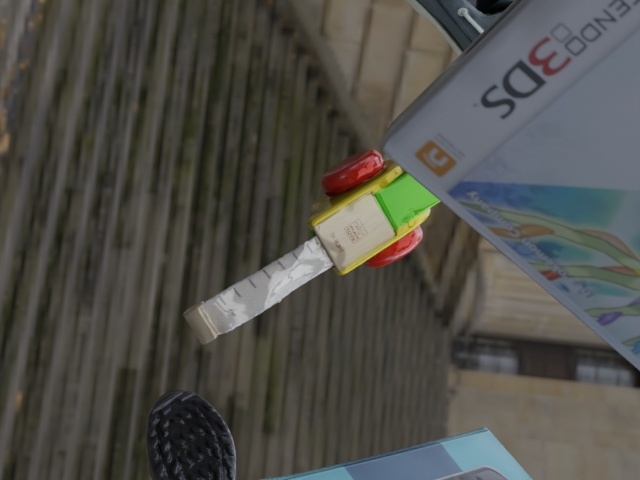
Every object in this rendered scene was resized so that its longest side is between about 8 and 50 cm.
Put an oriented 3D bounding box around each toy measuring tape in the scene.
[{"bbox_3d":[0.000,0.000,1.359,0.121,0.330,0.121,51,-17,22],"label":"toy measuring tape"}]

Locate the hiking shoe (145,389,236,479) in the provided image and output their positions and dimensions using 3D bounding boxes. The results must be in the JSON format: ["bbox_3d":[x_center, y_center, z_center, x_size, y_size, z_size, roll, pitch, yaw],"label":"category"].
[{"bbox_3d":[-0.115,0.255,1.277,0.114,0.086,0.227,111,-38,-55],"label":"hiking shoe"}]

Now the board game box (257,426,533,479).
[{"bbox_3d":[0.117,0.251,0.658,0.079,0.336,0.254,-51,155,20],"label":"board game box"}]

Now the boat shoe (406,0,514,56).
[{"bbox_3d":[0.198,-0.246,1.459,0.116,0.319,0.099,-53,-173,-19],"label":"boat shoe"}]

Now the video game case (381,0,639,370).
[{"bbox_3d":[0.225,-0.015,0.638,0.036,0.329,0.300,-54,-173,-36],"label":"video game case"}]
